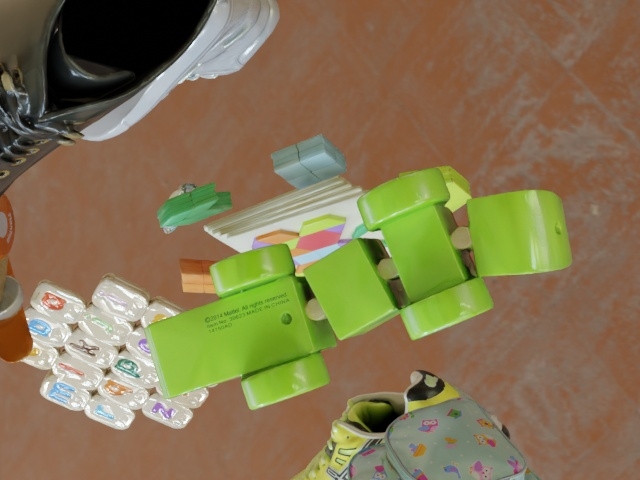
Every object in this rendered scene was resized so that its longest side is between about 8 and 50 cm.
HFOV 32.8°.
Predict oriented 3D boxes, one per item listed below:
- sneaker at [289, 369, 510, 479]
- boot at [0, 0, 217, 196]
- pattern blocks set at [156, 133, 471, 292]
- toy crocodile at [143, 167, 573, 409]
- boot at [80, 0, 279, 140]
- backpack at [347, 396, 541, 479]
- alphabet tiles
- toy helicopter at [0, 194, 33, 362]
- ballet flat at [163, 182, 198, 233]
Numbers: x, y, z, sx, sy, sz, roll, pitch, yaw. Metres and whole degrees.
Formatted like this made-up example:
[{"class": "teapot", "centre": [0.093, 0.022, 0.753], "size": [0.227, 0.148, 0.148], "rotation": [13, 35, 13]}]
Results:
[{"class": "sneaker", "centre": [0.060, 0.270, 1.385], "size": [0.384, 0.145, 0.147], "rotation": [-34, 101, 36]}, {"class": "boot", "centre": [-0.118, -0.032, 0.347], "size": [0.198, 0.077, 0.137], "rotation": [-56, 31, -3]}, {"class": "pattern blocks set", "centre": [0.000, 0.000, 0.986], "size": [0.285, 0.324, 0.026], "rotation": [-24, 64, 28]}, {"class": "toy crocodile", "centre": [0.021, 0.039, 0.818], "size": [0.340, 0.105, 0.115], "rotation": [-24, 81, 16]}, {"class": "boot", "centre": [-0.155, -0.186, 1.176], "size": [0.258, 0.123, 0.095], "rotation": [-32, 71, 33]}, {"class": "backpack", "centre": [0.122, 0.263, 1.131], "size": [0.166, 0.188, 0.144], "rotation": [-129, 23, -51]}, {"class": "alphabet tiles", "centre": [-0.281, 0.159, 1.496], "size": [0.284, 0.277, 0.021], "rotation": [-53, 17, 40]}, {"class": "toy helicopter", "centre": [-0.437, 0.109, 1.359], "size": [0.140, 0.235, 0.355], "rotation": [-1, 84, 6]}, {"class": "ballet flat", "centre": [-0.253, -0.058, 1.871], "size": [0.114, 0.041, 0.041], "rotation": [-50, 52, 30]}]
